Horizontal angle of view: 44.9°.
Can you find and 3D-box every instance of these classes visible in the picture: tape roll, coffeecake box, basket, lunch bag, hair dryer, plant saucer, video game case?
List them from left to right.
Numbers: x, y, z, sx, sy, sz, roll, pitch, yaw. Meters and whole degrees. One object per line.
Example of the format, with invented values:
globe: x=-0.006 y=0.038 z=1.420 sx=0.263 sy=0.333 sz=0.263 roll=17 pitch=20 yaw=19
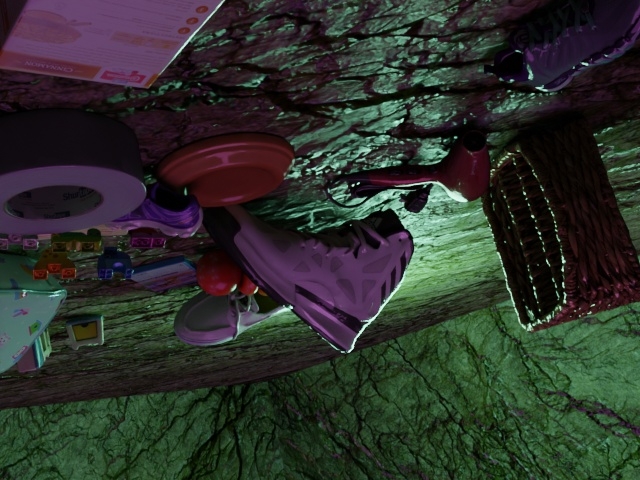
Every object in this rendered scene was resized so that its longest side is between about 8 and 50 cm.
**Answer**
lunch bag: x=-0.555 y=0.126 z=1.214 sx=0.224 sy=0.108 sz=0.279 roll=-49 pitch=163 yaw=9
tape roll: x=-0.326 y=-0.076 z=0.937 sx=0.219 sy=0.072 sz=0.219 roll=-12 pitch=165 yaw=-3
coffeecake box: x=-0.169 y=-0.203 z=0.622 sx=0.142 sy=0.068 sz=0.185 roll=0 pitch=160 yaw=-39
video game case: x=-0.308 y=0.069 z=1.565 sx=0.119 sy=0.015 sz=0.166 roll=-14 pitch=164 yaw=4
plant saucer: x=-0.131 y=-0.093 z=1.098 sx=0.199 sy=0.037 sz=0.200 roll=-12 pitch=165 yaw=-3
hair dryer: x=0.169 y=-0.094 z=1.246 sx=0.223 sy=0.080 sz=0.293 roll=0 pitch=160 yaw=-37
basket: x=0.374 y=-0.020 z=1.255 sx=0.223 sy=0.299 sz=0.213 roll=-19 pitch=163 yaw=20

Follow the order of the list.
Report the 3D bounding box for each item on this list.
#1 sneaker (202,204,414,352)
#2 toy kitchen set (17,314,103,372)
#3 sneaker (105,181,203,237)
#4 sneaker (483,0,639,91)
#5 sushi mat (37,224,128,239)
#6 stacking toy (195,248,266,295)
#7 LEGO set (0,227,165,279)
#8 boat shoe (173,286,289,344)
sneaker: x=0.000 y=0.000 z=1.366 sx=0.257 sy=0.169 sz=0.447 roll=-48 pitch=136 yaw=-1
toy kitchen set: x=-0.562 y=0.191 z=1.677 sx=0.166 sy=0.122 sz=0.207 roll=-10 pitch=-176 yaw=-12
sneaker: x=-0.244 y=-0.057 z=1.062 sx=0.169 sy=0.068 sz=0.071 roll=7 pitch=139 yaw=-1
sneaker: x=0.272 y=-0.228 z=0.861 sx=0.098 sy=0.083 sz=0.224 roll=-2 pitch=163 yaw=-18
sushi mat: x=-0.427 y=-0.027 z=1.132 sx=0.316 sy=0.019 sz=0.151 roll=-5 pitch=164 yaw=-26
stacking toy: x=-0.084 y=0.063 z=1.535 sx=0.330 sy=0.141 sz=0.141 roll=0 pitch=161 yaw=-20
LEGO set: x=-0.349 y=0.000 z=1.116 sx=0.227 sy=0.093 sz=0.087 roll=0 pitch=129 yaw=-24
boat shoe: x=-0.156 y=0.128 z=1.672 sx=0.366 sy=0.136 sz=0.156 roll=-16 pitch=164 yaw=2
